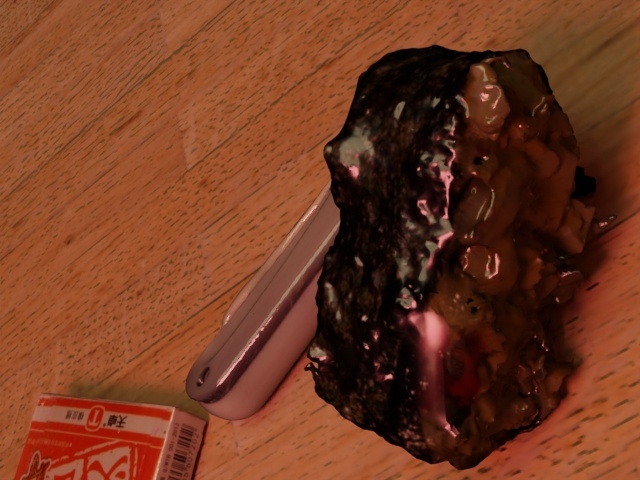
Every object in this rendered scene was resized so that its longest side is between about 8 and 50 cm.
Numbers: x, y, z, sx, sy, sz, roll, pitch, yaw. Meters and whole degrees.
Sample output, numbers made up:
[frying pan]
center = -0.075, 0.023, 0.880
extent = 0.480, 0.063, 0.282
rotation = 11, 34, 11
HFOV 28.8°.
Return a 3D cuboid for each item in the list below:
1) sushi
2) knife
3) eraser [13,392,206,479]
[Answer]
[sushi]
center = 0.079, 0.007, 0.656
extent = 0.115, 0.147, 0.213
rotation = 14, 96, 41
[knife]
center = 0.002, 0.001, 0.793
extent = 0.265, 0.040, 0.073
rotation = -53, 32, 9
[eraser]
center = -0.167, 0.222, 0.841
extent = 0.157, 0.038, 0.230
rotation = -2, 67, 43
